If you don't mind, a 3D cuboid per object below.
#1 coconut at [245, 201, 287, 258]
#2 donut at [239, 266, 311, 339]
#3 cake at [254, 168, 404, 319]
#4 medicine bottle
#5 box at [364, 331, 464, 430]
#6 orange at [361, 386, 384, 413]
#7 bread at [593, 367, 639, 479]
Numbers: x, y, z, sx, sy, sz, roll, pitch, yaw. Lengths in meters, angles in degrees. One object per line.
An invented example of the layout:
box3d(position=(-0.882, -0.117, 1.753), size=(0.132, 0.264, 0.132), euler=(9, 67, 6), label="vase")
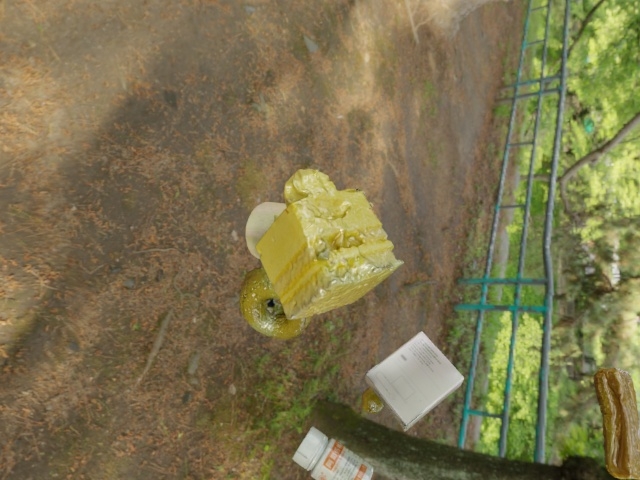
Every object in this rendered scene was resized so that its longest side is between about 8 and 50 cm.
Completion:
box3d(position=(-0.168, -0.032, 1.787), size=(0.239, 0.245, 0.238), euler=(-16, 108, -61), label="coconut")
box3d(position=(-0.135, 0.202, 1.448), size=(0.107, 0.272, 0.272), euler=(-77, 146, -50), label="donut")
box3d(position=(0.000, 0.000, 1.065), size=(0.223, 0.227, 0.285), euler=(-10, 65, -39), label="cake")
box3d(position=(0.039, 0.751, 1.560), size=(0.144, 0.252, 0.144), euler=(-56, 166, -21), label="medicine bottle")
box3d(position=(0.304, 0.457, 1.521), size=(0.252, 0.203, 0.106), euler=(-35, 149, -12), label="box")
box3d(position=(0.184, 0.562, 1.630), size=(0.095, 0.085, 0.085), euler=(-56, 133, -60), label="orange")
box3d(position=(0.782, 0.474, 1.212), size=(0.139, 0.077, 0.270), euler=(23, 61, -35), label="bread")
